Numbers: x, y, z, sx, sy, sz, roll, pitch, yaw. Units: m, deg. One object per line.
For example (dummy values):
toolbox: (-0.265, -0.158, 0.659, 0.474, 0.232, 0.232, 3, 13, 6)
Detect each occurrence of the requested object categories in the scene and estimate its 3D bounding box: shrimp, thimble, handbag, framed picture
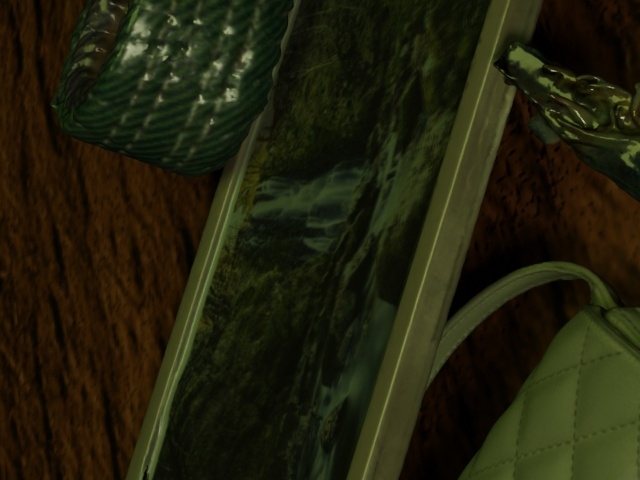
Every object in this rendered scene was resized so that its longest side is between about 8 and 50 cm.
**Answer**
shrimp: (0.153, -0.051, 0.720, 0.217, 0.150, 0.051, 27, 62, 31)
thimble: (-0.076, -0.106, 0.990, 0.135, 0.090, 0.118, -67, 21, 9)
handbag: (0.074, 0.134, 0.782, 0.256, 0.079, 0.219, -56, 41, 10)
framed picture: (0.000, 0.000, 0.902, 0.240, 0.020, 0.324, 10, 81, 62)
